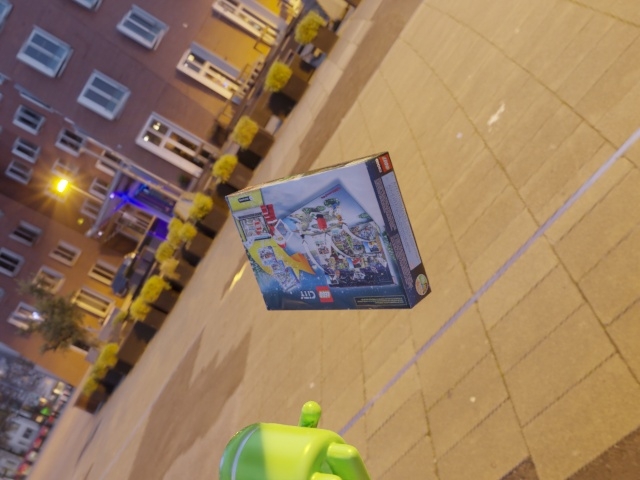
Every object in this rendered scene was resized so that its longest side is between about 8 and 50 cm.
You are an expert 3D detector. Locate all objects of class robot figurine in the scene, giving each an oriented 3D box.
[{"bbox_3d":[-0.023,0.166,0.414,0.115,0.067,0.101,-6,31,35],"label":"robot figurine"}]

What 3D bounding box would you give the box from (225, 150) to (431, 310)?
[{"bbox_3d":[0.000,0.000,0.674,0.233,0.159,0.044,-7,17,45],"label":"box"}]
